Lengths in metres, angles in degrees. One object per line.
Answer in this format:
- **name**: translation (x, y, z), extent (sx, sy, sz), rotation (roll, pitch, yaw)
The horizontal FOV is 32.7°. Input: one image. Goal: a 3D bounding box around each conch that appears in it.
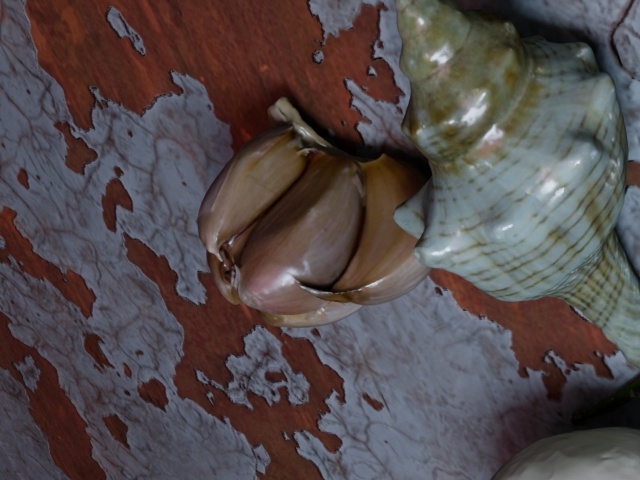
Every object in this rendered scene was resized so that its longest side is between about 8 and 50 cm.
- **conch**: translation (0.144, -0.025, 0.824), extent (0.203, 0.169, 0.386), rotation (3, 122, 50)

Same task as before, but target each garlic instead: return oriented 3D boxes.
- **garlic**: translation (0.000, 0.000, 0.985), extent (0.214, 0.191, 0.160), rotation (24, 160, 11)

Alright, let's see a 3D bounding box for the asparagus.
- **asparagus**: translation (0.262, 0.138, 0.958), extent (0.018, 0.015, 0.127), rotation (53, 140, 10)

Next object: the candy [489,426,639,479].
- **candy**: translation (0.264, 0.270, 0.930), extent (0.295, 0.185, 0.295), rotation (19, 148, 12)
